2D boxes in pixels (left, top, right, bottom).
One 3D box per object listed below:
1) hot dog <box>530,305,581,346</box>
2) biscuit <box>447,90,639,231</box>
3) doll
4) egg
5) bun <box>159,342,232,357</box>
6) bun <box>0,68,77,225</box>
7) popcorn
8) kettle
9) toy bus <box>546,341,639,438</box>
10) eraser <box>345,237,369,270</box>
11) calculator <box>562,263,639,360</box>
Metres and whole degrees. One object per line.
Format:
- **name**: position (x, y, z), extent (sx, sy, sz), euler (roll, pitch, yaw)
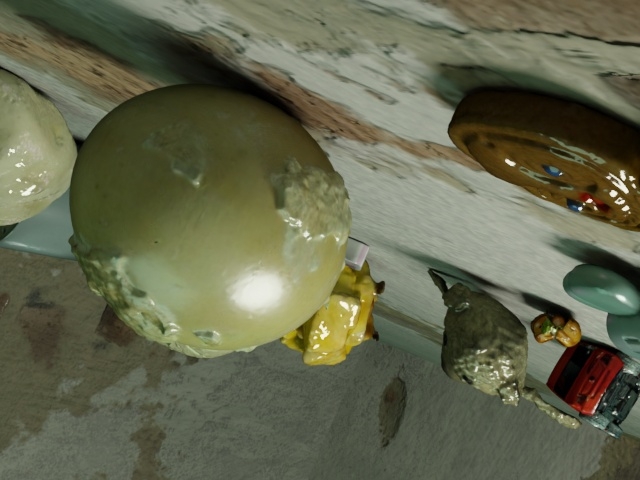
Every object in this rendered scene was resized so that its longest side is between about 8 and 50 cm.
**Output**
- **hot dog**: position (0.225, 0.083, 1.134), extent (0.049, 0.037, 0.122), euler (11, 178, 9)
- **biscuit**: position (0.133, -0.022, 0.507), extent (0.175, 0.026, 0.124), euler (21, 175, 27)
- **doll**: position (0.172, 0.100, 1.240), extent (0.202, 0.091, 0.286), euler (58, -171, -17)
- **egg**: position (-0.067, -0.015, 0.723), extent (0.164, 0.164, 0.201), euler (20, 171, 30)
- **bun**: position (-0.141, 0.034, 1.401), extent (0.220, 0.220, 0.134), euler (20, -150, 31)
- **bun**: position (-0.357, -0.090, 1.149), extent (0.231, 0.133, 0.231), euler (17, 154, 8)
- **popcorn**: position (0.004, 0.076, 1.417), extent (0.152, 0.148, 0.167), euler (0, -178, 9)
- **kettle**: position (-0.313, -0.055, 1.531), extent (0.243, 0.160, 0.210), euler (20, -163, -43)
- **toy bus**: position (0.305, 0.159, 1.316), extent (0.089, 0.081, 0.195), euler (31, 179, 25)
- **eraser**: position (0.000, 0.000, 1.287), extent (0.105, 0.026, 0.065), euler (23, 172, 4)
- **calculator**: position (0.295, 0.085, 0.792), extent (0.299, 0.041, 0.185), euler (22, 175, -7)
